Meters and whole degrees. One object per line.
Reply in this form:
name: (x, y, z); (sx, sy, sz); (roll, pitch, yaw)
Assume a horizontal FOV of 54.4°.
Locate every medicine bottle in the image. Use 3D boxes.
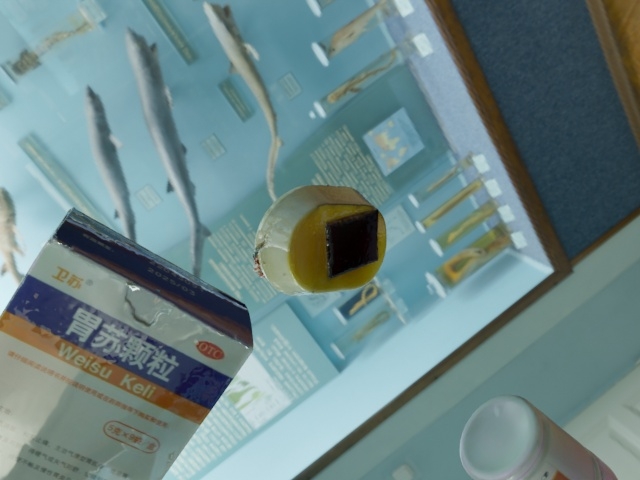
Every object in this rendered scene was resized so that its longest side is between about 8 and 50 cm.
medicine bottle: (0.474, 0.494, 1.341); (0.316, 0.202, 0.202); (39, 180, -21)

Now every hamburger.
hamburger: (0.000, 0.000, 1.245); (0.295, 0.227, 0.151); (2, -167, -40)

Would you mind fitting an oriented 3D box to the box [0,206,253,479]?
box: (-0.228, 0.150, 0.590); (0.200, 0.299, 0.106); (32, -170, -19)
